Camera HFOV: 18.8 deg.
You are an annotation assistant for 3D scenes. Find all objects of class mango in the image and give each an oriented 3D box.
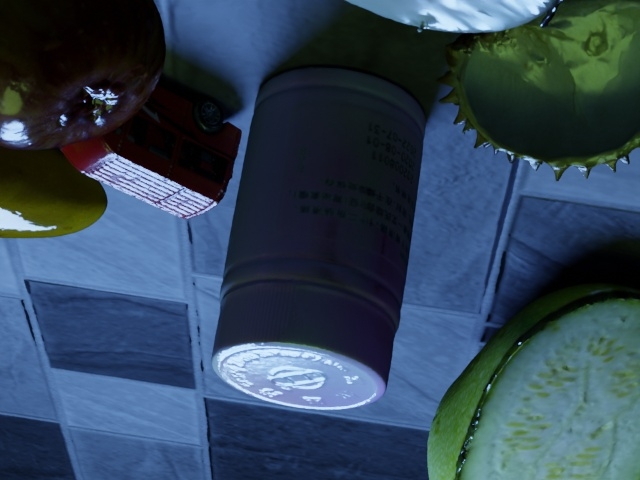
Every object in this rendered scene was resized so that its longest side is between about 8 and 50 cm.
[{"bbox_3d":[-0.318,-0.060,1.767,0.253,0.113,0.138,13,155,-13],"label":"mango"}]

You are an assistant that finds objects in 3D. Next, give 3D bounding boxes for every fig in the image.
[{"bbox_3d":[-0.221,-0.175,1.486,0.175,0.207,0.175,-23,148,-15],"label":"fig"}]

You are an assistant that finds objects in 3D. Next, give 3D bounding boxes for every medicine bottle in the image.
[{"bbox_3d":[0.000,0.000,1.616,0.152,0.254,0.152,8,155,4],"label":"medicine bottle"}]

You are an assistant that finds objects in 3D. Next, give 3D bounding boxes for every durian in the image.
[{"bbox_3d":[0.217,-0.134,1.476,0.252,0.144,0.139,2,117,30],"label":"durian"}]

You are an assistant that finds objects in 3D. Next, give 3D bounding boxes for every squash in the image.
[{"bbox_3d":[0.259,0.166,1.934,0.234,0.210,0.309,3,161,-15],"label":"squash"}]

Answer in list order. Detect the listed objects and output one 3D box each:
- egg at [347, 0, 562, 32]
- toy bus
[{"bbox_3d":[0.042,-0.280,1.079,0.337,0.201,0.337,33,160,13],"label":"egg"},{"bbox_3d":[-0.168,-0.096,1.667,0.195,0.089,0.081,26,150,-31],"label":"toy bus"}]
